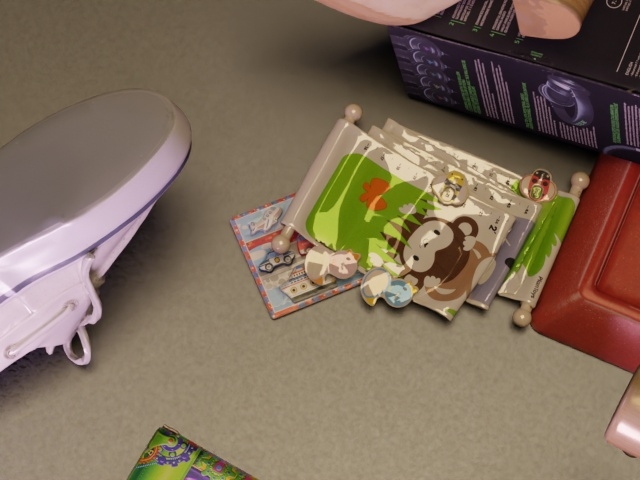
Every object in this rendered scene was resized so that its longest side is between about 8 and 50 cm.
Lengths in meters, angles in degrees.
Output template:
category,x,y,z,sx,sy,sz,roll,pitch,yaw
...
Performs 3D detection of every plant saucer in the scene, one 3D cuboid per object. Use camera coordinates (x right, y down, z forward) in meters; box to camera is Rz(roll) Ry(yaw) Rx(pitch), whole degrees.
category,x,y,z,sx,sy,sz,roll,pitch,yaw
plant saucer,0.340,0.004,1.433,0.258,0.048,0.259,23,72,7

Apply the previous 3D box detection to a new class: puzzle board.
category,x,y,z,sx,sy,sz,roll,pitch,yaw
puzzle board,0.000,0.000,1.447,0.128,0.011,0.096,-22,72,-8

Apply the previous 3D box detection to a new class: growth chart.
category,x,y,z,sx,sy,sz,roll,pitch,yaw
growth chart,0.091,-0.016,1.442,0.237,0.021,0.172,19,71,2

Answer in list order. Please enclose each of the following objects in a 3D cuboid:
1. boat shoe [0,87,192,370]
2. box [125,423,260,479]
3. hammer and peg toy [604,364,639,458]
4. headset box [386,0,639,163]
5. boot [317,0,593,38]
category,x,y,z,sx,sy,sz,roll,pitch,yaw
boat shoe,-0.231,0.039,1.365,0.367,0.156,0.136,-41,47,-2
box,-0.059,0.337,1.237,0.290,0.177,0.279,29,72,9
hammer and peg toy,0.205,0.270,1.171,0.127,0.266,0.361,25,94,15
headset box,0.218,-0.217,1.439,0.283,0.131,0.246,18,70,19
boot,0.108,-0.278,1.374,0.295,0.104,0.211,14,63,16
